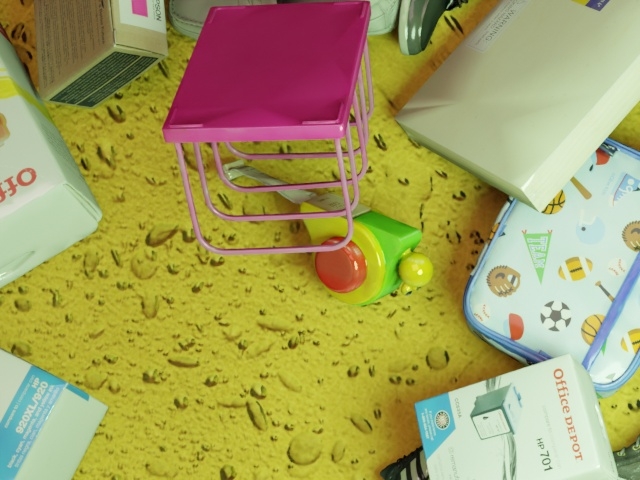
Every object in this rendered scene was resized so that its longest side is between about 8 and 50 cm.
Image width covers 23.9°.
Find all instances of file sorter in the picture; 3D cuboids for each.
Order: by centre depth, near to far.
[{"bbox_3d":[-0.046,-0.136,1.804,0.202,0.182,0.291,-1,36,10],"label":"file sorter"}]

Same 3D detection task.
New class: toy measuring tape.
[{"bbox_3d":[0.000,0.000,1.874,0.330,0.121,0.121,23,79,33],"label":"toy measuring tape"}]

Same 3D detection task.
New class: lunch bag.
[{"bbox_3d":[0.324,0.022,1.792,0.243,0.115,0.303,28,82,14],"label":"lunch bag"}]

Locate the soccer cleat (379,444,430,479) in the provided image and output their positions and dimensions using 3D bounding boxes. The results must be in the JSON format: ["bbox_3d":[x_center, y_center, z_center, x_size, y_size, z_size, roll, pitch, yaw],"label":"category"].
[{"bbox_3d":[0.116,0.270,1.787,0.072,0.060,0.179,29,81,30],"label":"soccer cleat"}]

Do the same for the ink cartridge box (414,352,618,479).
[{"bbox_3d":[0.215,0.224,1.680,0.190,0.082,0.140,-21,61,18],"label":"ink cartridge box"}]

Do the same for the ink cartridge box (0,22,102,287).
[{"bbox_3d":[-0.497,-0.130,1.959,0.279,0.160,0.385,-32,71,0],"label":"ink cartridge box"}]

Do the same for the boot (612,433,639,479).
[{"bbox_3d":[0.376,0.236,1.743,0.263,0.091,0.229,33,75,16],"label":"boot"}]

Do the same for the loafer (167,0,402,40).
[{"bbox_3d":[-0.053,-0.316,1.951,0.319,0.111,0.112,-3,72,16],"label":"loafer"}]

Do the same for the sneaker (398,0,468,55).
[{"bbox_3d":[0.180,-0.328,1.934,0.118,0.083,0.222,18,77,14],"label":"sneaker"}]

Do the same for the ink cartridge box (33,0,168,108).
[{"bbox_3d":[-0.290,-0.314,1.963,0.193,0.088,0.235,-24,66,46],"label":"ink cartridge box"}]

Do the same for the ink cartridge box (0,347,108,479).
[{"bbox_3d":[-0.415,0.212,1.840,0.232,0.171,0.168,24,79,15],"label":"ink cartridge box"}]

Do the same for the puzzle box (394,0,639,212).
[{"bbox_3d":[0.306,-0.240,1.829,0.409,0.052,0.272,-47,37,-5],"label":"puzzle box"}]
